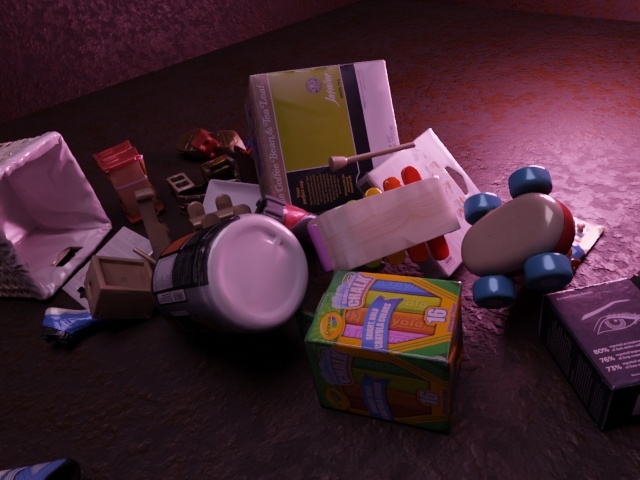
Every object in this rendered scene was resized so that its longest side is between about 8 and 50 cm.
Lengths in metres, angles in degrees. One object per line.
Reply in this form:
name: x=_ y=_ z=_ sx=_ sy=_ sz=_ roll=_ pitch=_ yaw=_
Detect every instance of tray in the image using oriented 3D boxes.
tray: x=-0.210 y=-0.085 z=1.358 sx=0.271 sy=0.030 sz=0.145 roll=10 pitch=82 yaw=26

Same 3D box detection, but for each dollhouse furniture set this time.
dollhouse furniture set: x=-0.464 y=-0.226 z=1.518 sx=0.374 sy=0.201 sz=0.152 roll=-27 pitch=39 yaw=-19
dollhouse furniture set: x=-0.299 y=-0.067 z=1.186 sx=0.242 sy=0.160 sz=0.212 roll=-18 pitch=18 yaw=-18

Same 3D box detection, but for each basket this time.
basket: x=-0.796 y=-0.064 z=1.288 sx=0.267 sy=0.331 sz=0.328 roll=-3 pitch=37 yaw=16

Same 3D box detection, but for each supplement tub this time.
supplement tub: x=-0.194 y=0.076 z=0.949 sx=0.207 sy=0.207 sz=0.338 roll=-41 pitch=15 yaw=-34

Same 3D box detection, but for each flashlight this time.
flashlight: x=0.000 y=0.000 z=1.056 sx=0.304 sy=0.103 sz=0.103 roll=22 pitch=39 yaw=-21

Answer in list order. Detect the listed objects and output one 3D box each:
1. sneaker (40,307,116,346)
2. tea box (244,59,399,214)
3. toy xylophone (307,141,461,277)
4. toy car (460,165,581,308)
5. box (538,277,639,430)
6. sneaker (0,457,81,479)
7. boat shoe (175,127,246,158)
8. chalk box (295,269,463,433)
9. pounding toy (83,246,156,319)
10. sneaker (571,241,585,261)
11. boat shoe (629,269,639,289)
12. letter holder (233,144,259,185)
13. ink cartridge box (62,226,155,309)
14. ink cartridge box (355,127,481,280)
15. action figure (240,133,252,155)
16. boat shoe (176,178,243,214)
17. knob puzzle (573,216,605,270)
sneaker: x=-0.537 y=0.197 z=1.096 sx=0.152 sy=0.058 sz=0.084 roll=5 pitch=60 yaw=-12
tea box: x=0.004 y=-0.224 z=1.200 sx=0.324 sy=0.328 sz=0.220 roll=-10 pitch=0 yaw=-12
toy xylophone: x=0.130 y=-0.061 z=0.958 sx=0.323 sy=0.236 sz=0.081 roll=-10 pitch=-9 yaw=-21
toy car: x=0.414 y=0.021 z=0.930 sx=0.210 sy=0.238 sz=0.219 roll=-35 pitch=44 yaw=47
box: x=0.474 y=0.174 z=0.795 sx=0.153 sy=0.108 sz=0.207 roll=-11 pitch=36 yaw=1
sneaker: x=-0.389 y=0.434 z=0.671 sx=0.147 sy=0.129 sz=0.330 roll=-22 pitch=37 yaw=-9
boat shoe: x=-0.394 y=-0.331 z=1.754 sx=0.285 sy=0.089 sz=0.104 roll=10 pitch=67 yaw=31
chalk box: x=0.086 y=0.176 z=0.844 sx=0.289 sy=0.180 sz=0.179 roll=3 pitch=38 yaw=21
pounding toy: x=-0.432 y=0.101 z=1.156 sx=0.206 sy=0.094 sz=0.181 roll=9 pitch=27 yaw=-38
sneaker: x=0.455 y=-0.015 z=1.047 sx=0.069 sy=0.082 sz=0.209 roll=-38 pitch=39 yaw=-11
boat shoe: x=0.618 y=0.142 z=0.845 sx=0.079 sy=0.084 sz=0.233 roll=-44 pitch=39 yaw=20
letter holder: x=-0.136 y=-0.251 z=1.448 sx=0.152 sy=0.214 sz=0.302 roll=-26 pitch=39 yaw=-19
ink cartridge box: x=-0.526 y=0.080 z=1.270 sx=0.181 sy=0.056 sz=0.224 roll=22 pitch=66 yaw=37
ink cartridge box: x=0.245 y=-0.085 z=1.099 sx=0.239 sy=0.275 sz=0.060 roll=-40 pitch=2 yaw=-34
action figure: x=-0.191 y=-0.300 z=1.421 sx=0.038 sy=0.030 sz=0.115 roll=16 pitch=72 yaw=53
boat shoe: x=-0.328 y=-0.145 z=1.481 sx=0.207 sy=0.073 sz=0.073 roll=-25 pitch=37 yaw=-20
knob puzzle: x=0.509 y=-0.021 z=1.115 sx=0.213 sy=0.030 sz=0.213 roll=-8 pitch=37 yaw=6
